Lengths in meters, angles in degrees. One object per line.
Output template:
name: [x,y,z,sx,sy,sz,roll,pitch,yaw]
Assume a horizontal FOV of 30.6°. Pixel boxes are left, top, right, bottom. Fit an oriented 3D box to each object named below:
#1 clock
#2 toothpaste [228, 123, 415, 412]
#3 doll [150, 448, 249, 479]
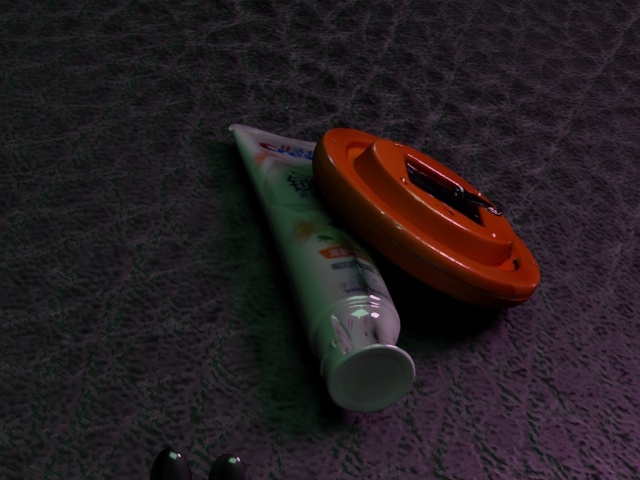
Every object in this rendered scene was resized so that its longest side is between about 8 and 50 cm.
clock: [0.085,-0.023,0.913,0.205,0.051,0.205,29,20,-12]
toothpaste: [0.000,0.000,0.889,0.100,0.066,0.323,10,31,-21]
doll: [-0.098,0.175,0.542,0.195,0.153,0.258,-11,26,-17]
